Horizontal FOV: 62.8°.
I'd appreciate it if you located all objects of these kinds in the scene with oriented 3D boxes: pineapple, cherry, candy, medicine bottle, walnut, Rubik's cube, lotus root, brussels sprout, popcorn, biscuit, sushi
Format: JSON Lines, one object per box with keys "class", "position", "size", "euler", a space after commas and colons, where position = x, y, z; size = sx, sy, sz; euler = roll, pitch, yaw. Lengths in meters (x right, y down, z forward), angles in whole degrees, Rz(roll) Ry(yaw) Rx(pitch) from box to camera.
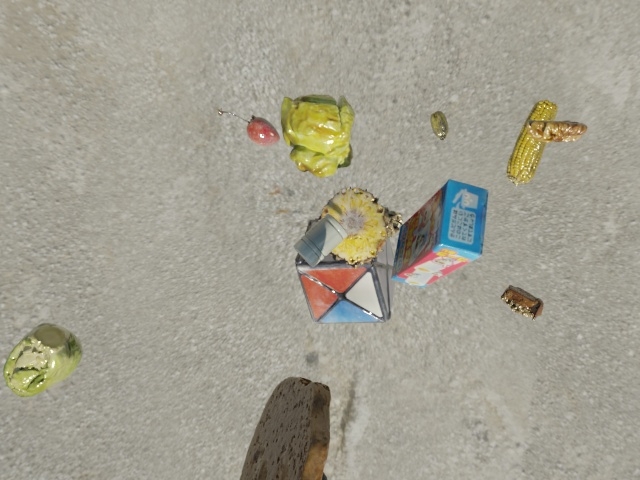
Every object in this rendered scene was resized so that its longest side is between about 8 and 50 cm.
{"class": "pineapple", "position": [0.167, -0.050, 1.710], "size": [0.263, 0.272, 0.262], "euler": [5, 99, 34]}
{"class": "cherry", "position": [-0.241, -0.394, 1.793], "size": [0.226, 0.107, 0.090], "euler": [29, 108, -6]}
{"class": "candy", "position": [0.264, -0.004, 1.204], "size": [0.100, 0.306, 0.157], "euler": [14, 71, -6]}
{"class": "medicine bottle", "position": [0.000, 0.000, 0.986], "size": [0.091, 0.058, 0.058], "euler": [-43, 90, -6]}
{"class": "walnut", "position": [0.710, -0.331, 1.589], "size": [0.170, 0.143, 0.069], "euler": [2, 105, -7]}
{"class": "Rubik's cube", "position": [0.101, 0.099, 1.938], "size": [0.305, 0.310, 0.307], "euler": [-4, 126, 19]}
{"class": "lotus root", "position": [0.388, -0.373, 1.709], "size": [0.054, 0.049, 0.099], "euler": [-17, 87, 30]}
{"class": "brussels sprout", "position": [-0.601, 0.250, 1.145], "size": [0.183, 0.145, 0.131], "euler": [-43, 86, 15]}
{"class": "popcorn", "position": [-0.010, -0.344, 1.697], "size": [0.226, 0.276, 0.276], "euler": [-8, 92, -16]}
{"class": "biscuit", "position": [-0.058, 0.341, 0.798], "size": [0.049, 0.257, 0.273], "euler": [24, 64, -18]}
{"class": "sushi", "position": [0.440, 0.136, 1.148], "size": [0.052, 0.120, 0.055], "euler": [3, 108, -30]}

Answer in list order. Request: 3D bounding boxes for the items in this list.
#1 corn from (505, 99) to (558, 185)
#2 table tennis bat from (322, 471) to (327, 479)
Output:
{"class": "corn", "position": [0.759, -0.349, 1.894], "size": [0.115, 0.115, 0.317], "euler": [14, 110, 2]}
{"class": "table tennis bat", "position": [-0.026, 0.543, 1.124], "size": [0.220, 0.019, 0.130], "euler": [18, 49, 17]}
